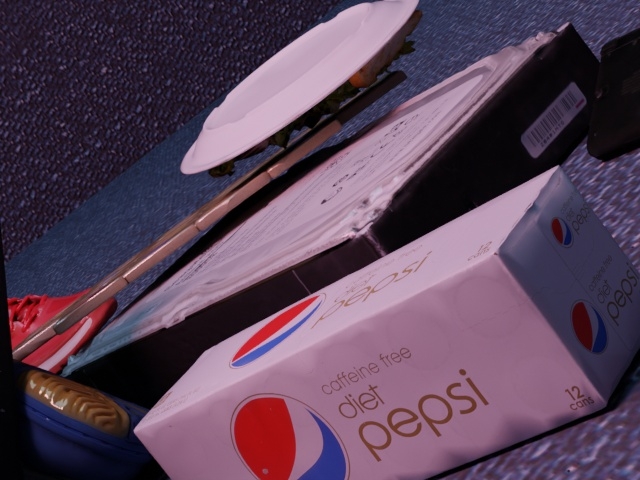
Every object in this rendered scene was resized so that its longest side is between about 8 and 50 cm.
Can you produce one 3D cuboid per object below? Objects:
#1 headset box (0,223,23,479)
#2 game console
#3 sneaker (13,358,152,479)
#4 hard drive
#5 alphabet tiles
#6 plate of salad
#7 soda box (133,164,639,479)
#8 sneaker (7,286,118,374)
[{"bbox_3d":[-0.291,0.089,1.030,0.131,0.283,0.246,9,-28,-40],"label":"headset box"},{"bbox_3d":[0.209,-0.092,0.948,0.122,0.071,0.107,-26,45,53],"label":"game console"},{"bbox_3d":[-0.192,0.142,1.089,0.296,0.112,0.131,-6,61,59],"label":"sneaker"},{"bbox_3d":[0.000,0.000,1.117,0.339,0.064,0.237,-27,13,50],"label":"hard drive"},{"bbox_3d":[-0.082,-0.018,1.306,0.342,0.011,0.285,-36,4,1],"label":"alphabet tiles"},{"bbox_3d":[-0.009,-0.100,1.229,0.200,0.048,0.200,-35,15,11],"label":"plate of salad"},{"bbox_3d":[0.026,0.053,0.730,0.216,0.074,0.069,-29,13,40],"label":"soda box"},{"bbox_3d":[-0.289,0.072,1.610,0.221,0.128,0.087,-33,11,29],"label":"sneaker"}]
